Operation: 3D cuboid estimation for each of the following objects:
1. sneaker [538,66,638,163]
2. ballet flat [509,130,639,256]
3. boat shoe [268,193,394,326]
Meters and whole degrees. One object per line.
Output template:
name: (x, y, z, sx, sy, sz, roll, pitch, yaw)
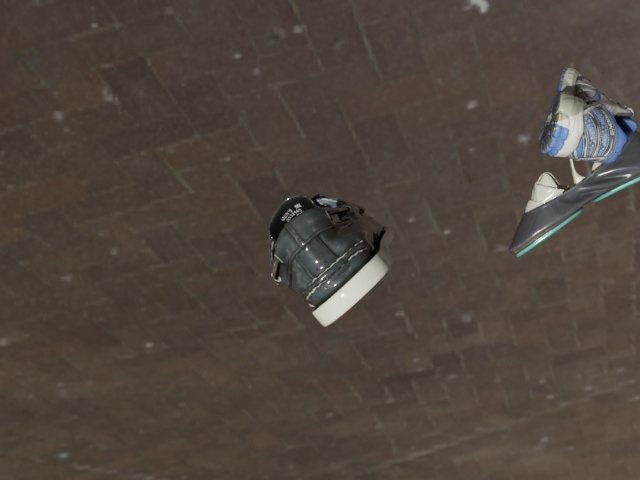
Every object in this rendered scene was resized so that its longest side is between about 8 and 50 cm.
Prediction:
sneaker: (0.181, -0.078, 0.701, 0.058, 0.135, 0.052, 20, 115, 7)
ballet flat: (0.291, -0.060, 1.189, 0.203, 0.074, 0.074, -33, 148, 9)
boat shoe: (-0.003, 0.003, 1.092, 0.127, 0.113, 0.340, -43, -176, 8)
